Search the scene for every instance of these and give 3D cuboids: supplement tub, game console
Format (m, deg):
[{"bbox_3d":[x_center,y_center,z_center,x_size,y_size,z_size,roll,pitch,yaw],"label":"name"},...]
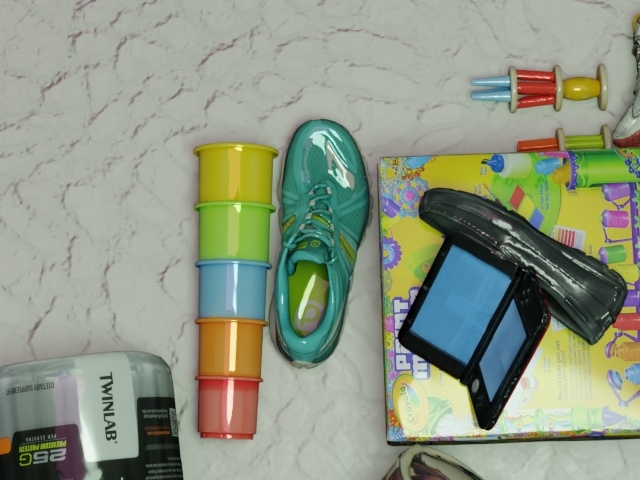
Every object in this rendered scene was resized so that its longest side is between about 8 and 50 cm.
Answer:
[{"bbox_3d":[-0.238,0.292,1.723,0.207,0.207,0.338,-8,80,1],"label":"supplement tub"},{"bbox_3d":[0.143,0.085,1.595,0.085,0.124,0.144,15,119,-16],"label":"game console"}]

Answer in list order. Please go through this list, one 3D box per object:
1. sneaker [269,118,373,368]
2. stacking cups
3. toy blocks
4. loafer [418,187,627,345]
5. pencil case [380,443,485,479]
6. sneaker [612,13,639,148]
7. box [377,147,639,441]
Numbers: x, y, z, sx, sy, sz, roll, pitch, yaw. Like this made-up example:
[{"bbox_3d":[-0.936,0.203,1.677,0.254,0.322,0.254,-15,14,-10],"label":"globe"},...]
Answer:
[{"bbox_3d":[0.000,0.000,1.808,0.107,0.110,0.275,3,80,3],"label":"sneaker"},{"bbox_3d":[-0.094,0.055,1.809,0.096,0.096,0.316,0,81,3],"label":"stacking cups"},{"bbox_3d":[0.241,-0.132,1.846,0.148,0.054,0.123,-2,80,2],"label":"toy blocks"},{"bbox_3d":[0.190,0.023,1.633,0.223,0.076,0.078,30,77,4],"label":"loafer"},{"bbox_3d":[0.050,0.414,1.665,0.183,0.160,0.410,39,103,28],"label":"pencil case"},{"bbox_3d":[0.375,-0.198,1.844,0.092,0.088,0.225,26,77,17],"label":"sneaker"},{"bbox_3d":[0.202,0.064,1.754,0.279,0.177,0.290,-1,81,2],"label":"box"}]
